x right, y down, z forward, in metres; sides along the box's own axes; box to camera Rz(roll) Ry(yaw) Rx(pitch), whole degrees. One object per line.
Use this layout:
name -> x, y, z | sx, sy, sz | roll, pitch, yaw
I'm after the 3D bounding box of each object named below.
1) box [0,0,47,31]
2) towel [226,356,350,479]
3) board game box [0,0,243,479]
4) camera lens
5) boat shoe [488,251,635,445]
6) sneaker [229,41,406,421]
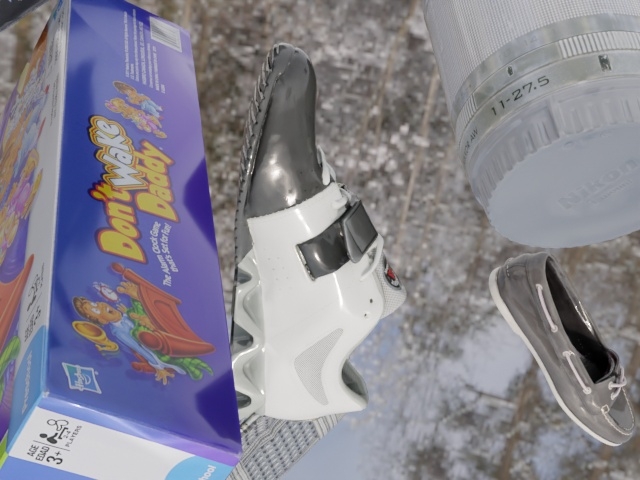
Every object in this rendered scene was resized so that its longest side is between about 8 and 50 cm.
box -> -0.254, -0.302, 0.858 | 0.142, 0.247, 0.163 | -33, -159, -1
towel -> -0.063, 0.262, 1.599 | 0.312, 0.324, 0.056 | -40, -116, -18
board game box -> -0.141, 0.048, 0.574 | 0.078, 0.233, 0.347 | 22, -152, -24
camera lens -> 0.222, -0.159, 1.068 | 0.219, 0.219, 0.274 | 2, -122, -19
boat shoe -> 0.369, 0.158, 1.649 | 0.335, 0.095, 0.112 | 52, -141, -12
sneaker -> 0.000, 0.000, 0.940 | 0.146, 0.330, 0.122 | 3, -152, 0
